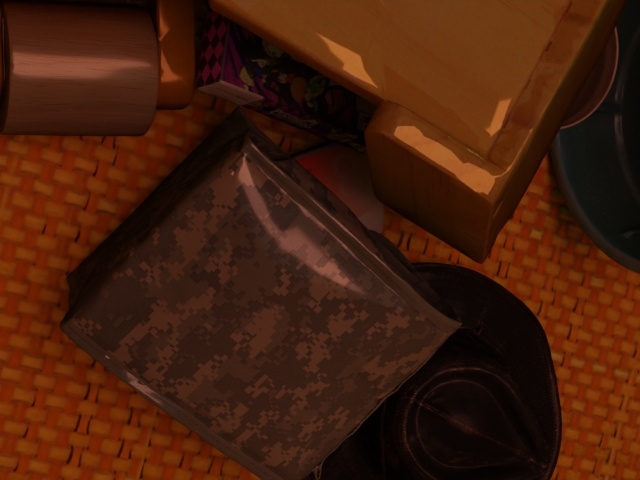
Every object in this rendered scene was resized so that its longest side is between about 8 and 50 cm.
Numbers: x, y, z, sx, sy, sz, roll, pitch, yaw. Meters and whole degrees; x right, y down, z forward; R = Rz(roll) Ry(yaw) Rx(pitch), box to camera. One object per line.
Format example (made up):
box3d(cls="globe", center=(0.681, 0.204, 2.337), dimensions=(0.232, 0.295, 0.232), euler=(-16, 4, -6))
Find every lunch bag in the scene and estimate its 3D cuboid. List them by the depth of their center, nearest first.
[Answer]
box3d(cls="lunch bag", center=(-0.047, 0.063, 1.119), dimensions=(0.235, 0.169, 0.287), euler=(-45, 108, 7))

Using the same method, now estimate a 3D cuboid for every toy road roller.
box3d(cls="toy road roller", center=(-0.192, -0.252, 1.016), dimensions=(0.203, 0.240, 0.329), euler=(-2, 94, -24))

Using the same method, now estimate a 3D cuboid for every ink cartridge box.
box3d(cls="ink cartridge box", center=(0.000, 0.000, 1.228), dimensions=(0.145, 0.045, 0.179), euler=(-22, 100, -21))

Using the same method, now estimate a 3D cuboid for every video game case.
box3d(cls="video game case", center=(-0.009, -0.220, 1.156), dimensions=(0.210, 0.042, 0.232), euler=(18, 74, -40))

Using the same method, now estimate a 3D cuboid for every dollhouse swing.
box3d(cls="dollhouse swing", center=(0.095, -0.222, 1.089), dimensions=(0.305, 0.315, 0.347), euler=(27, 80, 11))

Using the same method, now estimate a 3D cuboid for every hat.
box3d(cls="hat", center=(0.145, 0.182, 1.251), dimensions=(0.331, 0.134, 0.331), euler=(-2, 95, -26))

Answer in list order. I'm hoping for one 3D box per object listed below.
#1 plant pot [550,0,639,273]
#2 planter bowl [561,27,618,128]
box3d(cls="plant pot", center=(0.477, -0.134, 1.292), dimensions=(0.334, 0.341, 0.341), euler=(-1, 94, -31))
box3d(cls="planter bowl", center=(0.206, -0.194, 1.269), dimensions=(0.162, 0.109, 0.162), euler=(-2, 95, -25))
